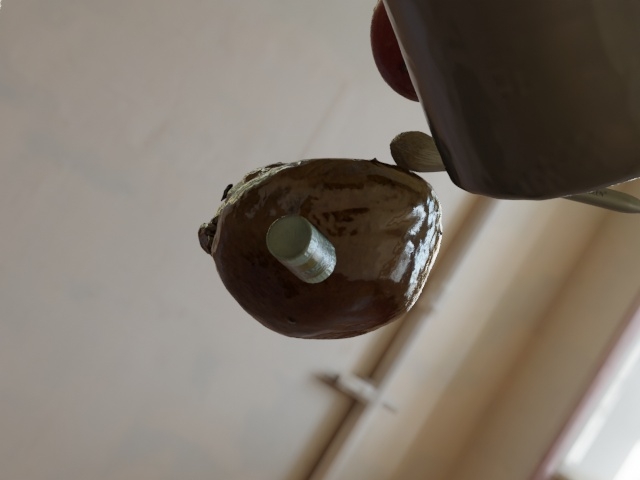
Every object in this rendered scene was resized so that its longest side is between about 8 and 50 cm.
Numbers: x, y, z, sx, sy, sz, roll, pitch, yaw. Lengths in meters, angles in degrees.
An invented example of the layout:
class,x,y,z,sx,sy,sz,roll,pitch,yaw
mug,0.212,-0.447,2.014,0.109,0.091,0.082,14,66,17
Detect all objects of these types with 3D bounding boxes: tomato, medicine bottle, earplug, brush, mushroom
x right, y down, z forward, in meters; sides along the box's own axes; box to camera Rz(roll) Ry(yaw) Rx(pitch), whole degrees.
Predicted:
class,x,y,z,sx,sy,sz,roll,pitch,yaw
tomato,0.149,-0.244,2.190,0.189,0.173,0.099,0,26,8
medicine bottle,-0.017,0.008,1.711,0.047,0.047,0.083,33,-4,24
earplug,0.168,-0.266,1.356,0.394,0.312,0.312,65,-7,-18
brush,0.209,-0.063,1.890,0.299,0.042,0.039,14,18,-19
mushroom,-0.006,0.011,1.986,0.283,0.195,0.263,3,-9,44
